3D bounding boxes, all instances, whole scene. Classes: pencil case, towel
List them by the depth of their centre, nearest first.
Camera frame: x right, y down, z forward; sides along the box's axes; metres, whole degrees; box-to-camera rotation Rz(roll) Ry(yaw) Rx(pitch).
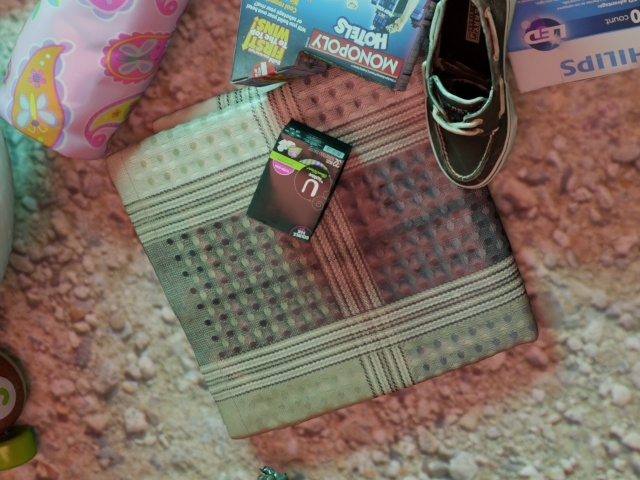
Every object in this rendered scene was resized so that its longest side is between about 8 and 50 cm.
[{"bbox_3d":[-0.180,-0.211,1.331,0.124,0.124,0.284,30,109,3],"label":"pencil case"},{"bbox_3d":[0.000,0.000,1.393,0.324,0.056,0.312,-20,103,14],"label":"towel"}]

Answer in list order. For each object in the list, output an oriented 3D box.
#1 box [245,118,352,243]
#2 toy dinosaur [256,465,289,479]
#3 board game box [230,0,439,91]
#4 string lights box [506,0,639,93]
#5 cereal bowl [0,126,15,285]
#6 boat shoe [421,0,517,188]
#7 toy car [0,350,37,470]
[{"bbox_3d":[-0.018,-0.051,1.322,0.062,0.052,0.083,25,111,2],"label":"box"},{"bbox_3d":[-0.047,0.277,1.472,0.268,0.064,0.118,-31,104,16],"label":"toy dinosaur"},{"bbox_3d":[0.010,-0.202,1.278,0.194,0.060,0.194,27,103,24],"label":"board game box"},{"bbox_3d":[0.190,-0.251,1.206,0.133,0.076,0.259,-10,126,18],"label":"string lights box"},{"bbox_3d":[-0.394,-0.038,1.384,0.339,0.141,0.339,4,96,36],"label":"cereal bowl"},{"bbox_3d":[0.114,-0.123,1.236,0.078,0.070,0.219,12,132,19],"label":"boat shoe"},{"bbox_3d":[-0.374,0.173,1.442,0.149,0.188,0.155,-13,103,16],"label":"toy car"}]
